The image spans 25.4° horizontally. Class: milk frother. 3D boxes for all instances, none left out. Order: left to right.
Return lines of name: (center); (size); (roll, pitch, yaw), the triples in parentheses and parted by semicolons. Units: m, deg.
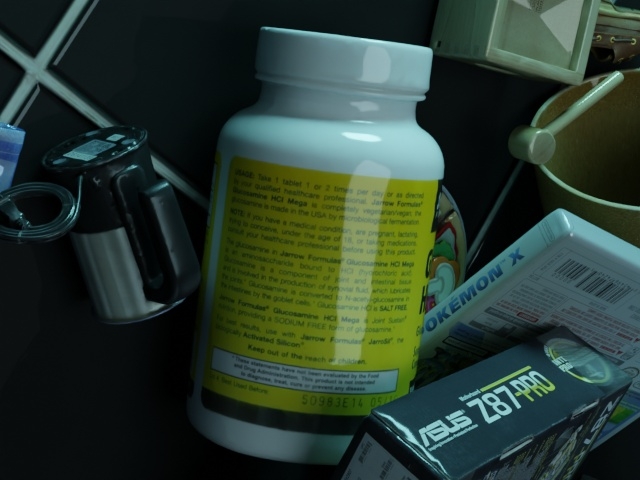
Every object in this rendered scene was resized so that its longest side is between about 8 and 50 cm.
milk frother: (-0.175, 0.004, 1.069); (0.143, 0.129, 0.135); (-22, 113, -16)

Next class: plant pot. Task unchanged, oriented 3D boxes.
plant pot: (0.330, -0.006, 1.434); (0.237, 0.237, 0.254); (-34, 136, -29)

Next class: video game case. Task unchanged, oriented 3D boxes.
video game case: (0.218, 0.116, 1.352); (0.329, 0.036, 0.300); (22, 127, -41)

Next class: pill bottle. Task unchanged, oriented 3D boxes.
pill bottle: (0.000, 0.000, 1.161); (0.188, 0.188, 0.334); (1, 101, -40)

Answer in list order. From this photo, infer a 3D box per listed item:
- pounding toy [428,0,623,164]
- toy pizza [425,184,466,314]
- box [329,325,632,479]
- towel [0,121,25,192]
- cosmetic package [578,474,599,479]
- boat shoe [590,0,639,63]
pounding toy: (0.194, -0.179, 1.336); (0.181, 0.094, 0.206); (9, 95, -37)
toy pizza: (0.070, 0.031, 1.329); (0.201, 0.032, 0.201); (-11, 107, -37)
box: (0.080, 0.278, 1.212); (0.318, 0.097, 0.395); (-13, 135, -50)
towel: (-0.350, -0.020, 0.971); (0.285, 0.034, 0.209); (18, 90, -41)
cosmetic package: (0.280, 0.390, 1.547); (0.238, 0.107, 0.127); (-49, 125, -23)
boat shoe: (0.295, -0.210, 1.441); (0.178, 0.064, 0.060); (8, 100, -34)
